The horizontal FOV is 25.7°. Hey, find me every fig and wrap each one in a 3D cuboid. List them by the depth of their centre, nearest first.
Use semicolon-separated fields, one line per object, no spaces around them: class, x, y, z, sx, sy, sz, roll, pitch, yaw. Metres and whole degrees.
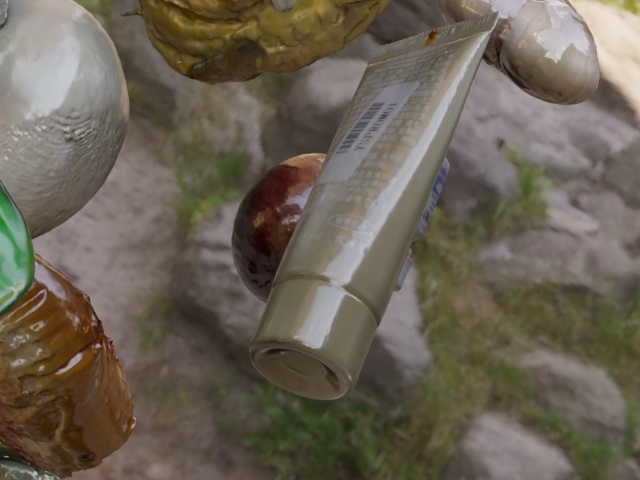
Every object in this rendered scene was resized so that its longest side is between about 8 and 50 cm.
fig;-0.017;-0.005;1.989;0.214;0.235;0.235;54;24;17

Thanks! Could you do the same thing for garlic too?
garlic;0.183;-0.186;1.248;0.124;0.099;0.174;6;31;-48

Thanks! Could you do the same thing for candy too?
candy;-0.295;-0.109;1.386;0.185;0.295;0.295;19;18;-27

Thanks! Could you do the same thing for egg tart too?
egg tart;-0.072;-0.308;1.320;0.153;0.339;0.352;24;42;-53

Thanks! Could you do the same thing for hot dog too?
hot dog;-0.405;0.087;1.703;0.367;0.196;0.365;32;-21;20

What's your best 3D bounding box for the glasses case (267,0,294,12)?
glasses case;-0.030;-0.188;0.927;0.021;0.083;0.032;-21;48;-16

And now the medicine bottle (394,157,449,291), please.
medicine bottle;0.078;-0.035;1.658;0.105;0.168;0.105;22;-10;4

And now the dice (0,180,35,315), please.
dice;-0.269;0.011;0.896;0.131;0.120;0.128;57;20;-10

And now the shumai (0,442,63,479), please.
shumai;-0.543;0.368;2.047;0.263;0.309;0.304;-11;55;-36

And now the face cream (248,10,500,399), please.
face cream;0.040;-0.041;1.092;0.137;0.341;0.084;-11;-44;43
